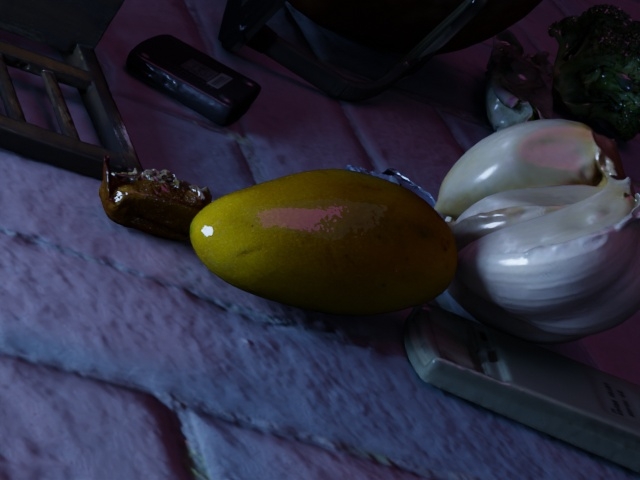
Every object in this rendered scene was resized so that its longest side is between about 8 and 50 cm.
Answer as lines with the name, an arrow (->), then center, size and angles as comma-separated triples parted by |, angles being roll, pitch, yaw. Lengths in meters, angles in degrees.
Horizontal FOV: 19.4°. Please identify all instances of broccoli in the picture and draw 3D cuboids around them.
broccoli -> 0.378, -0.225, 2.509 | 0.195, 0.156, 0.195 | 51, -10, 13

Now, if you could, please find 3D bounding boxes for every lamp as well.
lamp -> 0.049, -0.247, 2.068 | 0.283, 0.203, 0.124 | 20, 42, -33

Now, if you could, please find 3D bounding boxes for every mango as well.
mango -> 0.000, 0.000, 1.557 | 0.253, 0.113, 0.138 | 4, 36, -35

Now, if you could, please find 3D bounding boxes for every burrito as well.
burrito -> 0.246, -0.185, 2.346 | 0.096, 0.066, 0.309 | 27, 24, -8

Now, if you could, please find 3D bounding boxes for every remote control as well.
remote control -> 0.203, 0.135, 1.620 | 0.285, 0.038, 0.123 | 21, 20, -15

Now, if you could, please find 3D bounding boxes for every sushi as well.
sushi -> -0.134, -0.031, 1.540 | 0.120, 0.052, 0.055 | 13, 41, -31

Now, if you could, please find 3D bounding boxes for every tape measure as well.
tape measure -> 0.065, -0.031, 1.783 | 0.091, 0.054, 0.094 | 3, 31, -38

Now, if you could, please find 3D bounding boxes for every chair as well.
chair -> -0.241, -0.269, 1.672 | 0.203, 0.241, 0.416 | 18, 23, -33

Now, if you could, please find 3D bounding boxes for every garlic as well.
garlic -> 0.193, 0.008, 1.699 | 0.203, 0.185, 0.281 | -15, 34, 3

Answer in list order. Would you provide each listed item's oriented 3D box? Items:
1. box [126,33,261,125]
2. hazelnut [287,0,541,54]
box -> -0.127, -0.165, 1.878 | 0.125, 0.027, 0.126 | 30, 21, 3
hazelnut -> 0.109, -0.406, 2.238 | 0.409, 0.359, 0.359 | 15, 25, -36
